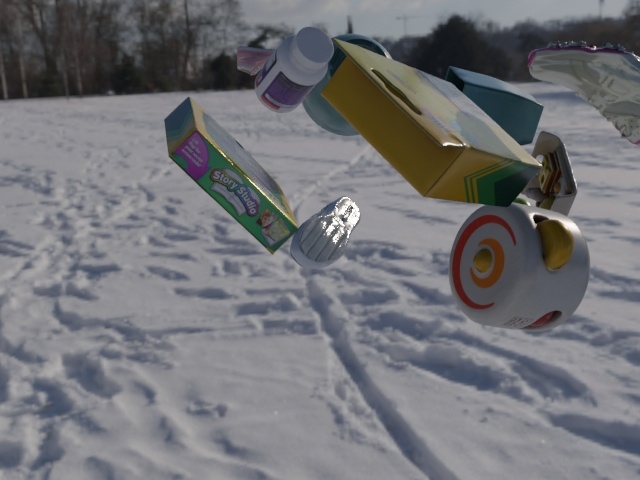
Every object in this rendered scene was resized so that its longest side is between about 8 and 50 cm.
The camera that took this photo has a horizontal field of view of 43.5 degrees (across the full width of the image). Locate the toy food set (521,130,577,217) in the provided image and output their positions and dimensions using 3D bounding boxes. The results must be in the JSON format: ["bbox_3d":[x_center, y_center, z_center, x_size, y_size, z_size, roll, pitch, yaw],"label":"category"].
[{"bbox_3d":[0.588,-0.121,2.139,0.092,0.220,0.306,7,41,-2],"label":"toy food set"}]

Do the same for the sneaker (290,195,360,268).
[{"bbox_3d":[0.000,0.000,1.506,0.091,0.094,0.258,-39,1,30],"label":"sneaker"}]

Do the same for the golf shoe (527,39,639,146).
[{"bbox_3d":[0.415,-0.190,1.079,0.306,0.140,0.115,20,17,35],"label":"golf shoe"}]

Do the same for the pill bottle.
[{"bbox_3d":[-0.050,-0.342,1.597,0.108,0.108,0.193,-9,-13,-28],"label":"pill bottle"}]

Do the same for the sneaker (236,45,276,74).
[{"bbox_3d":[-0.148,-0.448,2.027,0.134,0.070,0.051,6,-3,-3],"label":"sneaker"}]

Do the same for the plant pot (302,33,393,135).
[{"bbox_3d":[0.095,-0.463,2.284,0.293,0.293,0.196,-6,-4,-9],"label":"plant pot"}]

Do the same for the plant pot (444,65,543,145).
[{"bbox_3d":[0.439,-0.331,2.075,0.234,0.166,0.165,9,25,-10],"label":"plant pot"}]

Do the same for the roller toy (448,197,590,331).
[{"bbox_3d":[0.295,0.040,1.217,0.146,0.191,0.209,10,15,-29],"label":"roller toy"}]

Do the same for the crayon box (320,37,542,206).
[{"bbox_3d":[0.137,-0.142,1.023,0.202,0.081,0.318,49,24,25],"label":"crayon box"}]

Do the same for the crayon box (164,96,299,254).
[{"bbox_3d":[-0.230,-0.169,2.026,0.106,0.363,0.313,-42,25,8],"label":"crayon box"}]
